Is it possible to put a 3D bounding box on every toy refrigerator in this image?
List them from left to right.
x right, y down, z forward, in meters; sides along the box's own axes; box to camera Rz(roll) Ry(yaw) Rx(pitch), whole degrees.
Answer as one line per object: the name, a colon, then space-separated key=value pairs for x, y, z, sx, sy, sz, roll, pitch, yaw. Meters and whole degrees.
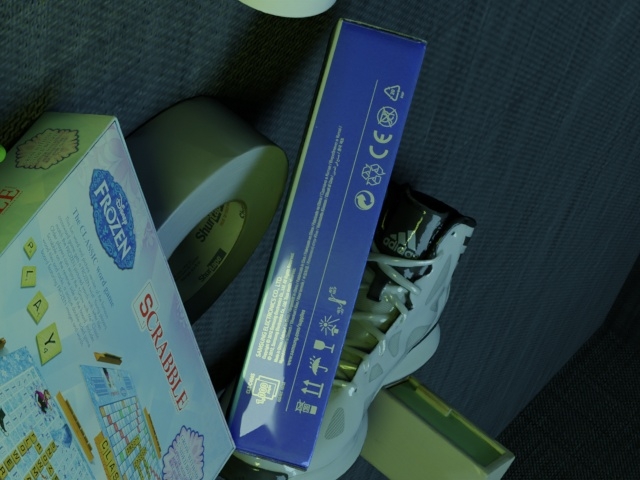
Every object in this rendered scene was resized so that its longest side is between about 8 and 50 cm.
toy refrigerator: x=0.093 y=0.214 z=2.098 sx=0.094 sy=0.269 sz=0.102 roll=-59 pitch=162 yaw=19

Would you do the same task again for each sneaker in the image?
sneaker: x=0.027 y=0.075 z=1.895 sx=0.447 sy=0.169 sz=0.257 roll=-44 pitch=155 yaw=-52

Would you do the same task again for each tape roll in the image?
tape roll: x=-0.123 y=-0.007 z=1.404 sx=0.219 sy=0.072 sz=0.219 roll=-47 pitch=163 yaw=-19

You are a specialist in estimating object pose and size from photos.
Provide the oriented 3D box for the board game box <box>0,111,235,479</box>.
board game box: x=-0.192 y=0.133 z=1.164 sx=0.318 sy=0.066 sz=0.318 roll=-55 pitch=142 yaw=-41

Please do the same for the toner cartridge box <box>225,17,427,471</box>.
toner cartridge box: x=0.000 y=0.000 z=1.428 sx=0.165 sy=0.075 sz=0.347 roll=-135 pitch=-120 yaw=-86

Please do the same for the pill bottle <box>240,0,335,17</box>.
pill bottle: x=0.007 y=-0.267 z=1.075 sx=0.146 sy=0.146 sz=0.264 roll=-35 pitch=157 yaw=-45

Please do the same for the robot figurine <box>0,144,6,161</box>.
robot figurine: x=-0.234 y=-0.048 z=1.025 sx=0.101 sy=0.067 sz=0.115 roll=-62 pitch=162 yaw=13
